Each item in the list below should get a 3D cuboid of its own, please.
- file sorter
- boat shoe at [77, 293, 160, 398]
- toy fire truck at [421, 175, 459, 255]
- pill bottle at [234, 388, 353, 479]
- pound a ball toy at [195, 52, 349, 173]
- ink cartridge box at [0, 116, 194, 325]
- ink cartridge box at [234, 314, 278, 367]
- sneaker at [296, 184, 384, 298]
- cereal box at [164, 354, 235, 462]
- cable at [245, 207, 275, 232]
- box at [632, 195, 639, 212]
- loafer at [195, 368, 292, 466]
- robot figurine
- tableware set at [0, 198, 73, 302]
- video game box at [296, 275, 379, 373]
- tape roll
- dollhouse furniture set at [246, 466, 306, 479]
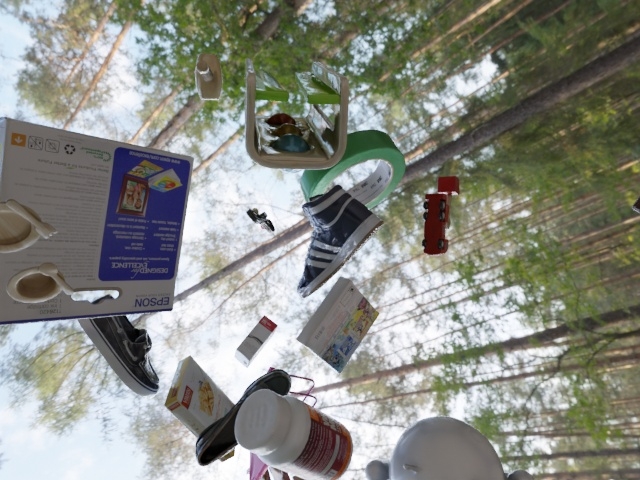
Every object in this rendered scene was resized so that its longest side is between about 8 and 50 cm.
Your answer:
[{"bbox_3d":[-0.109,0.597,1.407,0.182,0.202,0.291,17,-149,-19],"label":"file sorter"},{"bbox_3d":[-0.475,0.265,1.108,0.102,0.108,0.301,-31,-71,-9],"label":"boat shoe"},{"bbox_3d":[0.286,-0.060,1.042,0.135,0.047,0.192,1,-90,-58],"label":"toy fire truck"},{"bbox_3d":[-0.045,0.360,0.811,0.221,0.121,0.121,44,-138,-37],"label":"pill bottle"},{"bbox_3d":[-0.092,-0.198,0.668,0.208,0.136,0.319,-1,-154,-10],"label":"pound a ball toy"},{"bbox_3d":[-0.386,-0.023,0.766,0.303,0.072,0.308,4,-81,-48],"label":"ink cartridge box"},{"bbox_3d":[-0.195,0.304,1.328,0.056,0.099,0.135,36,-123,6],"label":"ink cartridge box"},{"bbox_3d":[0.000,0.000,0.984,0.153,0.282,0.099,46,-147,6],"label":"sneaker"},{"bbox_3d":[-0.307,0.446,1.179,0.240,0.047,0.173,57,-172,-23],"label":"cereal box"},{"bbox_3d":[-0.263,-0.076,1.873,0.140,0.072,0.287,58,-173,-4],"label":"cable"},{"bbox_3d":[0.734,-0.163,0.740,0.191,0.382,0.143,20,-167,-34],"label":"box"},{"bbox_3d":[-0.167,0.405,0.995,0.267,0.084,0.096,-42,-87,-8],"label":"loafer"},{"bbox_3d":[0.240,0.449,0.841,0.353,0.299,0.200,59,-152,-58],"label":"robot figurine"},{"bbox_3d":[-0.350,0.033,0.449,0.168,0.141,0.020,-23,-128,-20],"label":"tableware set"},{"bbox_3d":[0.053,0.228,1.180,0.205,0.048,0.187,-53,-51,-15],"label":"video game box"},{"bbox_3d":[0.098,-0.187,1.331,0.321,0.321,0.077,3,-128,-44],"label":"tape roll"},{"bbox_3d":[-0.116,0.845,1.581,0.152,0.374,0.201,-4,-127,-36],"label":"dollhouse furniture set"}]
